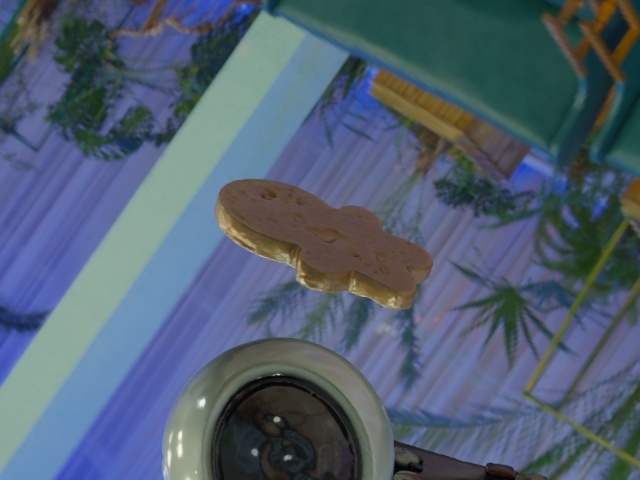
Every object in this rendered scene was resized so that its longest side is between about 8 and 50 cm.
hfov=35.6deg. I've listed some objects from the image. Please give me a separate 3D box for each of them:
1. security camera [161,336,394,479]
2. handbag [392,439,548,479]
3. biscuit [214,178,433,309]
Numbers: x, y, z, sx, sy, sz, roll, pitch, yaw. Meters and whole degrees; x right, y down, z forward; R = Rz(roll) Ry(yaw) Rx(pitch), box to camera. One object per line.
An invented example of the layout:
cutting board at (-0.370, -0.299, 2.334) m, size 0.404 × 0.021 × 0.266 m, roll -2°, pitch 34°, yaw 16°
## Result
security camera at (-0.029, 0.192, 0.817) m, size 0.194 × 0.195 × 0.236 m, roll -144°, pitch 40°, yaw -70°
handbag at (0.231, 0.423, 1.590) m, size 0.330 × 0.121 × 0.303 m, roll 7°, pitch -176°, yaw 2°
biscuit at (-0.001, 0.002, 1.564) m, size 0.355 × 0.052 × 0.275 m, roll 22°, pitch -153°, yaw 7°
